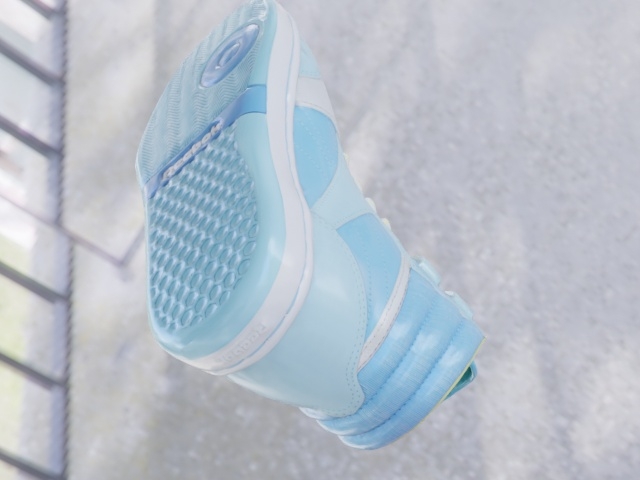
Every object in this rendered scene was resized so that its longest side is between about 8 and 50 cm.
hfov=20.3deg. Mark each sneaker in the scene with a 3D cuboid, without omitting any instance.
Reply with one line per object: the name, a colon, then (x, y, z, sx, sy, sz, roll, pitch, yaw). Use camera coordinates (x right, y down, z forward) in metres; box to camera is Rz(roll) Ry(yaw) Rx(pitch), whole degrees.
sneaker: (0.000, 0.000, 1.078, 0.127, 0.208, 0.319, -38, 31, 27)
